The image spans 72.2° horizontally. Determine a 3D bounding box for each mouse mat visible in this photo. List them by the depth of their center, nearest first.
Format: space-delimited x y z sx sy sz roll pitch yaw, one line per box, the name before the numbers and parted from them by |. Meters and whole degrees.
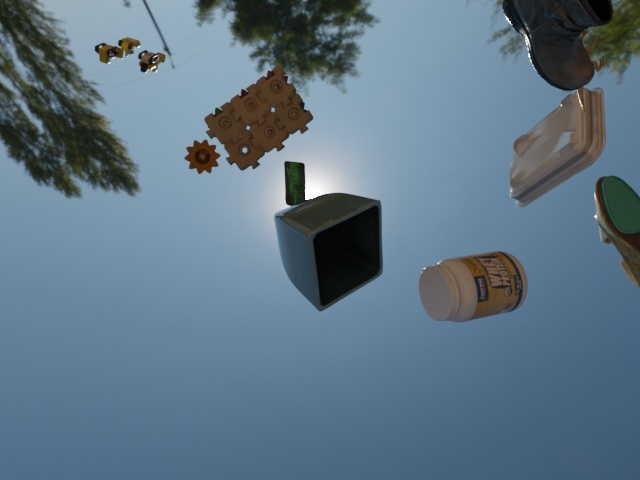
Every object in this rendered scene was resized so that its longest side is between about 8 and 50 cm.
mouse mat | -0.105 -0.228 1.802 0.007 0.189 0.153 -11 -163 -35

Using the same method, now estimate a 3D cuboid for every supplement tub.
supplement tub | 0.339 0.104 0.984 0.200 0.144 0.144 -7 -139 -20

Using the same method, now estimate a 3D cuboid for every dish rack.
dish rack | 0.685 -0.282 1.319 0.072 0.333 0.285 22 -118 -8

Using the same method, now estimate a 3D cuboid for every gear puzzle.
gear puzzle | -0.190 -0.276 1.114 0.339 0.175 0.044 -38 -160 -7

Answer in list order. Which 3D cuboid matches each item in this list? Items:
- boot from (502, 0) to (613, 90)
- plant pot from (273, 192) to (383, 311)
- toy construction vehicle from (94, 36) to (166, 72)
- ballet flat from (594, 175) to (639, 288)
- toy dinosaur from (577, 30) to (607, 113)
boot | 0.435 -0.362 0.763 0.083 0.246 0.161 -48 -162 2
plant pot | 0.000 0.000 1.248 0.247 0.247 0.252 -27 -144 -31
toy construction vehicle | -0.314 -0.307 0.736 0.086 0.035 0.098 14 -145 -6
ballet flat | 0.745 0.006 1.049 0.123 0.123 0.348 -19 -119 1
toy dinosaur | 0.555 -0.371 0.934 0.093 0.183 0.053 -29 -154 -18
